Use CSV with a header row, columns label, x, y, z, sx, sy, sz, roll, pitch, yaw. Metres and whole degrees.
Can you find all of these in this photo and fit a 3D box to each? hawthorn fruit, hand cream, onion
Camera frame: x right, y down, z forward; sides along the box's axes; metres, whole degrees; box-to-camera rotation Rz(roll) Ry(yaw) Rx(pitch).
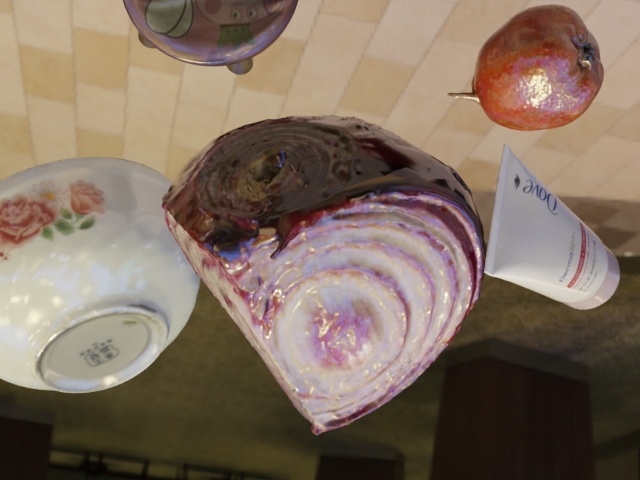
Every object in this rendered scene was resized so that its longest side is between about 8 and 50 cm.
label,x,y,z,sx,sy,sz,roll,pitch,yaw
hawthorn fruit,0.350,-0.287,1.688,0.262,0.211,0.210,-14,151,35
hand cream,0.240,0.001,1.040,0.083,0.133,0.248,-2,163,36
onion,0.004,-0.003,0.761,0.207,0.206,0.216,-28,128,-11

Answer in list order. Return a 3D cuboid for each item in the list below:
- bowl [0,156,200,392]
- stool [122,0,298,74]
label,x,y,z,sx,sy,sz,roll,pitch,yaw
bowl,-0.240,0.059,0.991,0.277,0.145,0.277,-19,143,-15
stool,-0.171,-0.390,1.512,0.272,0.272,0.178,10,178,-7
